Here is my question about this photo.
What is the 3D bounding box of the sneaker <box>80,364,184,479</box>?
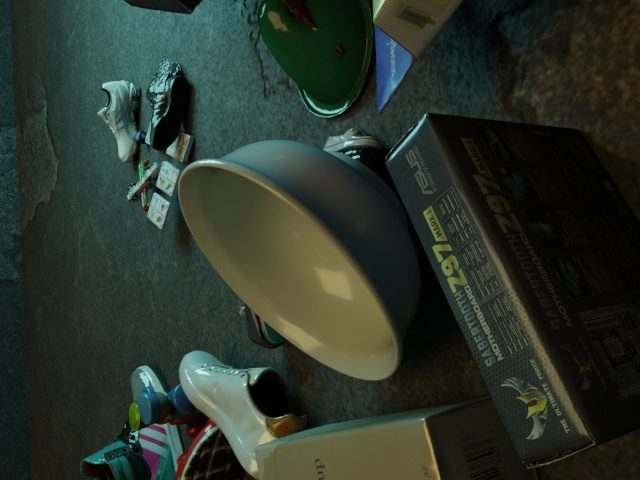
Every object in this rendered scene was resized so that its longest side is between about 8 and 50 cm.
[{"bbox_3d":[-0.380,0.394,1.226,0.124,0.178,0.296,-53,51,41],"label":"sneaker"}]

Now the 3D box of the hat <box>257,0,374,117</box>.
[{"bbox_3d":[-0.060,-0.256,0.740,0.173,0.183,0.209,-28,70,52],"label":"hat"}]

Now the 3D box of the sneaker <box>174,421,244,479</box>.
[{"bbox_3d":[-0.209,0.394,1.059,0.118,0.107,0.279,52,131,46],"label":"sneaker"}]

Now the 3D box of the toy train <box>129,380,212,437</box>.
[{"bbox_3d":[-0.271,0.302,1.100,0.248,0.143,0.105,-39,61,48],"label":"toy train"}]

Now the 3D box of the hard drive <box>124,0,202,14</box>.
[{"bbox_3d":[-0.159,-0.476,0.860,0.237,0.064,0.339,29,89,49],"label":"hard drive"}]

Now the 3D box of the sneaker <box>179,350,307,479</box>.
[{"bbox_3d":[-0.109,0.221,0.930,0.290,0.105,0.123,32,101,45],"label":"sneaker"}]

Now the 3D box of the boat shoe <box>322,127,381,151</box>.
[{"bbox_3d":[0.038,-0.117,0.743,0.100,0.035,0.035,-1,72,58],"label":"boat shoe"}]

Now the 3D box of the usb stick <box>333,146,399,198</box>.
[{"bbox_3d":[-0.009,-0.072,0.784,0.278,0.045,0.077,3,133,54],"label":"usb stick"}]

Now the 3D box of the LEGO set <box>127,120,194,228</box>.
[{"bbox_3d":[-0.319,-0.140,1.244,0.244,0.060,0.183,29,103,48],"label":"LEGO set"}]

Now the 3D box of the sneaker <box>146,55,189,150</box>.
[{"bbox_3d":[-0.291,-0.254,1.160,0.089,0.051,0.170,23,95,43],"label":"sneaker"}]

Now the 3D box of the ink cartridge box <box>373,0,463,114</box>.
[{"bbox_3d":[0.096,-0.319,0.519,0.307,0.072,0.304,-46,35,48],"label":"ink cartridge box"}]

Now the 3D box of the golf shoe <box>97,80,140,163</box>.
[{"bbox_3d":[-0.440,-0.256,1.351,0.069,0.086,0.176,13,104,51],"label":"golf shoe"}]

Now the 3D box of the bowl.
[{"bbox_3d":[0.000,0.000,0.669,0.297,0.134,0.298,35,153,20],"label":"bowl"}]

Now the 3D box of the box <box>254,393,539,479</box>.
[{"bbox_3d":[0.065,0.259,0.652,0.311,0.121,0.148,-33,66,50],"label":"box"}]

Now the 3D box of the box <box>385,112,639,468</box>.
[{"bbox_3d":[0.167,0.020,0.445,0.059,0.183,0.233,-47,56,44],"label":"box"}]

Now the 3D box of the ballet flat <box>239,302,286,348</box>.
[{"bbox_3d":[-0.093,0.056,0.905,0.074,0.074,0.203,-20,78,53],"label":"ballet flat"}]
